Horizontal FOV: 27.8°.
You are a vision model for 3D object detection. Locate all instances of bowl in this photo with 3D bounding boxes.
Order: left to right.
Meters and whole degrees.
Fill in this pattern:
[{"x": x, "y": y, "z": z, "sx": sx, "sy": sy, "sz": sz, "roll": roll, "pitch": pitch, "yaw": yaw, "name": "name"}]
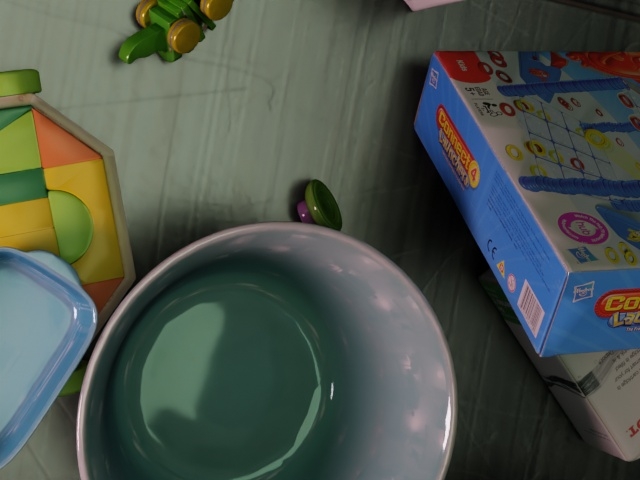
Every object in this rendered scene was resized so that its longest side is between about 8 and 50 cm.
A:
[{"x": -0.059, "y": 0.132, "z": 1.069, "sx": 0.311, "sy": 0.163, "sz": 0.311, "roll": -2, "pitch": 97, "yaw": -19, "name": "bowl"}]

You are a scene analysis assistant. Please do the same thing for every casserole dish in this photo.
[{"x": -0.255, "y": 0.091, "z": 1.003, "sx": 0.114, "sy": 0.037, "sz": 0.188, "roll": 34, "pitch": 83, "yaw": -17, "name": "casserole dish"}]

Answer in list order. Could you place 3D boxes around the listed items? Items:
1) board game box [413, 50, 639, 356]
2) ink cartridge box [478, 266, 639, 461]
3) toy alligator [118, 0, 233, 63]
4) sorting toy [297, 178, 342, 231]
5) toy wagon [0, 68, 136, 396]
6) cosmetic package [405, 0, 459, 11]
[{"x": 0.272, "y": -0.046, "z": 1.092, "sx": 0.302, "sy": 0.308, "sz": 0.086, "roll": -3, "pitch": 130, "yaw": -18, "name": "board game box"}, {"x": 0.271, "y": 0.078, "z": 1.212, "sx": 0.153, "sy": 0.087, "sz": 0.208, "roll": -36, "pitch": 103, "yaw": -12, "name": "ink cartridge box"}, {"x": -0.094, "y": -0.208, "z": 1.096, "sx": 0.189, "sy": 0.056, "sz": 0.051, "roll": -47, "pitch": 148, "yaw": -10, "name": "toy alligator"}, {"x": 0.000, "y": 0.000, "z": 1.144, "sx": 0.042, "sy": 0.061, "sz": 0.102, "roll": -25, "pitch": 95, "yaw": 21, "name": "sorting toy"}, {"x": -0.327, "y": 0.013, "z": 1.028, "sx": 0.344, "sy": 0.068, "sz": 0.267, "roll": -11, "pitch": 97, "yaw": -17, "name": "toy wagon"}, {"x": 0.037, "y": -0.378, "z": 1.037, "sx": 0.156, "sy": 0.217, "sz": 0.385, "roll": -46, "pitch": 108, "yaw": -9, "name": "cosmetic package"}]
